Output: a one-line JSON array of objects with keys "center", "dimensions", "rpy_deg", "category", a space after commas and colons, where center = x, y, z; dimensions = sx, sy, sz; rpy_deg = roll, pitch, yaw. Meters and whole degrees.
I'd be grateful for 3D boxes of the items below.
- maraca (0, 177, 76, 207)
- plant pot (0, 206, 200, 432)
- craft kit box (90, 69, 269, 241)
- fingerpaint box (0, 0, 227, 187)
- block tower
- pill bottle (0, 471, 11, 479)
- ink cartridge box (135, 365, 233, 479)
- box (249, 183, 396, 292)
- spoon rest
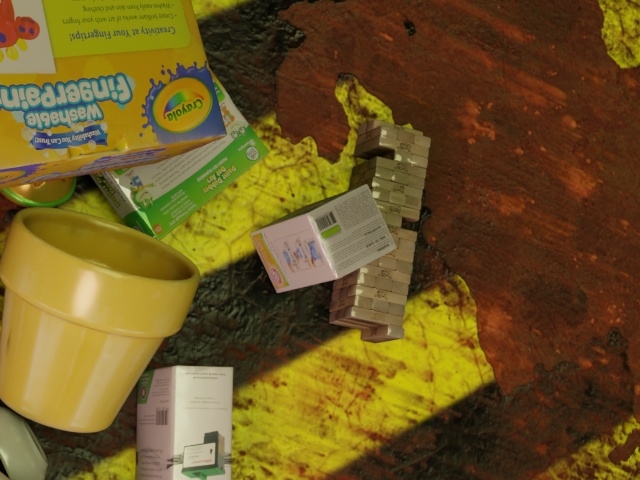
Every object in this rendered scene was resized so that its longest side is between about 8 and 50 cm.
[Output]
[{"center": [-0.407, -0.122, 1.886], "dimensions": [0.127, 0.099, 0.185], "rpy_deg": [-12, 64, -42], "category": "maraca"}, {"center": [-0.315, 0.110, 1.808], "dimensions": [0.254, 0.254, 0.239], "rpy_deg": [16, 103, -23], "category": "plant pot"}, {"center": [-0.231, -0.157, 1.974], "dimensions": [0.250, 0.061, 0.246], "rpy_deg": [-41, 98, -35], "category": "craft kit box"}, {"center": [-0.364, -0.259, 1.684], "dimensions": [0.445, 0.163, 0.371], "rpy_deg": [-16, 90, -49], "category": "fingerpaint box"}, {"center": [0.090, -0.017, 2.109], "dimensions": [0.097, 0.091, 0.335], "rpy_deg": [13, 76, -23], "category": "block tower"}, {"center": [-0.355, 0.403, 1.690], "dimensions": [0.169, 0.169, 0.301], "rpy_deg": [-55, 131, -22], "category": "pill bottle"}, {"center": [-0.190, 0.285, 1.890], "dimensions": [0.093, 0.160, 0.219], "rpy_deg": [4, 82, -25], "category": "ink cartridge box"}, {"center": [0.000, 0.000, 2.000], "dimensions": [0.114, 0.203, 0.103], "rpy_deg": [-27, 95, -28], "category": "box"}, {"center": [-0.383, 0.338, 1.819], "dimensions": [0.084, 0.137, 0.276], "rpy_deg": [-30, 108, -9], "category": "spoon rest"}]
